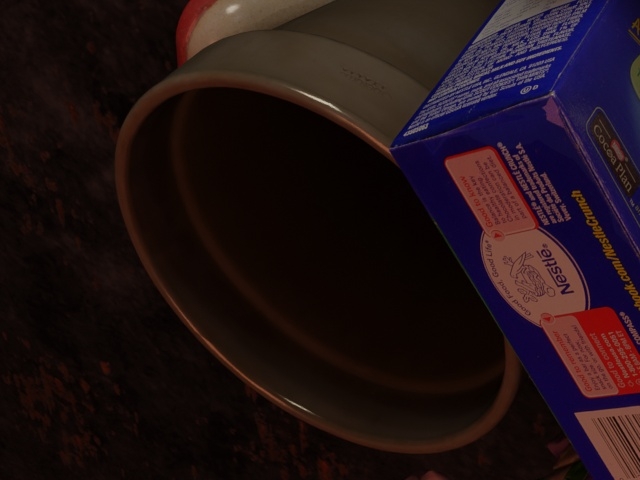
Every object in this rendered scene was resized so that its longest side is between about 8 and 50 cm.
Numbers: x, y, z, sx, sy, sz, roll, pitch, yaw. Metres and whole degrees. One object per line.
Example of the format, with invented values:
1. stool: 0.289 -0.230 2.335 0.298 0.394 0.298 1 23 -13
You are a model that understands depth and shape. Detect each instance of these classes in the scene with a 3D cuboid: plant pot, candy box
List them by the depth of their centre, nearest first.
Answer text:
1. candy box: 0.210 -0.051 0.835 0.122 0.317 0.268 -14 118 42
2. plant pot: 0.060 -0.059 0.985 0.323 0.280 0.323 25 142 21

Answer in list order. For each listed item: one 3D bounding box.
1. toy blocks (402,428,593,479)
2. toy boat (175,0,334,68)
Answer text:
1. toy blocks: 0.241 0.229 1.121 0.309 0.288 0.260 47 148 -4
2. toy boat: -0.062 -0.150 1.144 0.151 0.151 0.231 53 153 37
